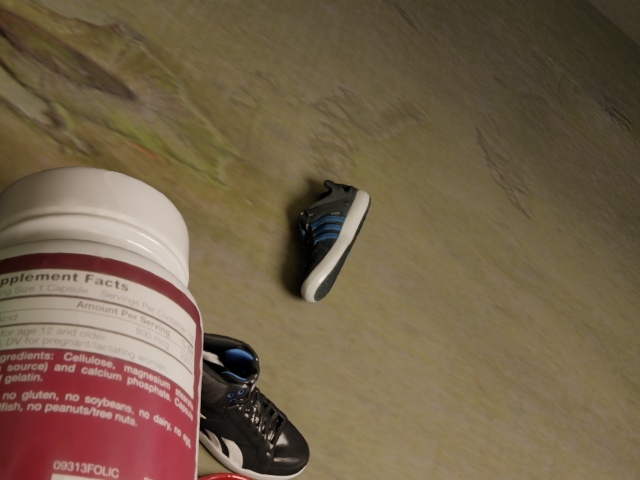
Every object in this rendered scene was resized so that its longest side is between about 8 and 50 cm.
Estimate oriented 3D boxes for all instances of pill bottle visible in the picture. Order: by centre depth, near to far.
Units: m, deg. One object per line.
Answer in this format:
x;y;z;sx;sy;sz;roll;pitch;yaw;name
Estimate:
-0.209;0.141;0.659;0.224;0.224;0.392;23;42;-28;pill bottle

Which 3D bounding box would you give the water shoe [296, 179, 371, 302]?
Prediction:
0.000;0.000;1.076;0.080;0.073;0.203;23;45;7;water shoe

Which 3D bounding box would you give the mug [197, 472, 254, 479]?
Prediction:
-0.103;0.293;0.777;0.169;0.150;0.113;21;88;-24;mug

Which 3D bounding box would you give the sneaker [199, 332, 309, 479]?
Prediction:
-0.077;0.173;0.842;0.216;0.121;0.079;36;46;-18;sneaker
